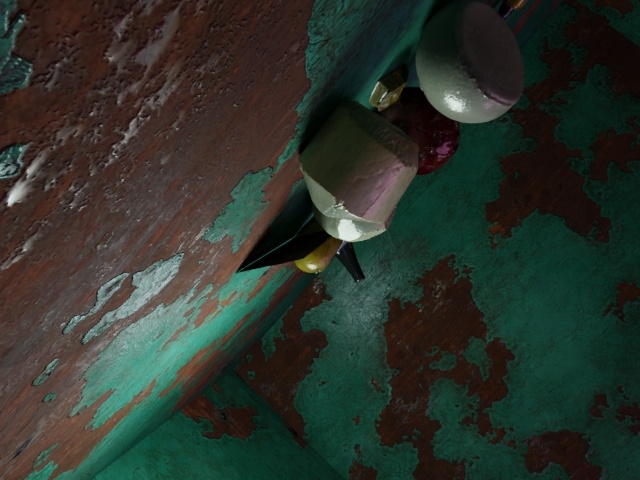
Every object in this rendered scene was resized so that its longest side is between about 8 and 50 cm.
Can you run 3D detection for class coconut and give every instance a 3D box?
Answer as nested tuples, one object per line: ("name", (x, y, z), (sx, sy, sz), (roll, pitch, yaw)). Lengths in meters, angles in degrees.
("coconut", (0.074, -0.155, 0.947), (0.244, 0.239, 0.239), (-56, 170, 20))
("coconut", (0.107, -0.115, 1.301), (0.245, 0.245, 0.247), (-51, 179, 21))

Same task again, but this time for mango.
("mango", (0.000, 0.000, 1.631), (0.262, 0.167, 0.130), (-53, -162, -15))

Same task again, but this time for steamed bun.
("steamed bun", (0.338, -0.409, 1.034), (0.283, 0.282, 0.177), (-43, -165, -35))

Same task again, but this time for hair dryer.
("hair dryer", (0.030, 0.075, 1.963), (0.360, 0.303, 0.120), (-7, 156, -43))

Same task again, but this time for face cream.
("face cream", (0.644, -0.810, 1.386), (0.078, 0.078, 0.273), (-42, 171, -38))

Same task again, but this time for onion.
("onion", (0.256, -0.298, 1.197), (0.190, 0.246, 0.246), (-31, 163, -43))

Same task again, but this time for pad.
("pad", (-0.073, 0.019, 1.373), (0.248, 0.007, 0.367), (-15, -169, 29))

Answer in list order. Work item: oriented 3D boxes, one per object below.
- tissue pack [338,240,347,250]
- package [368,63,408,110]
("tissue pack", (0.156, -0.122, 1.958), (0.344, 0.125, 0.242), (-42, 166, -46))
("package", (0.180, -0.380, 1.082), (0.131, 0.047, 0.071), (-41, 167, -34))
